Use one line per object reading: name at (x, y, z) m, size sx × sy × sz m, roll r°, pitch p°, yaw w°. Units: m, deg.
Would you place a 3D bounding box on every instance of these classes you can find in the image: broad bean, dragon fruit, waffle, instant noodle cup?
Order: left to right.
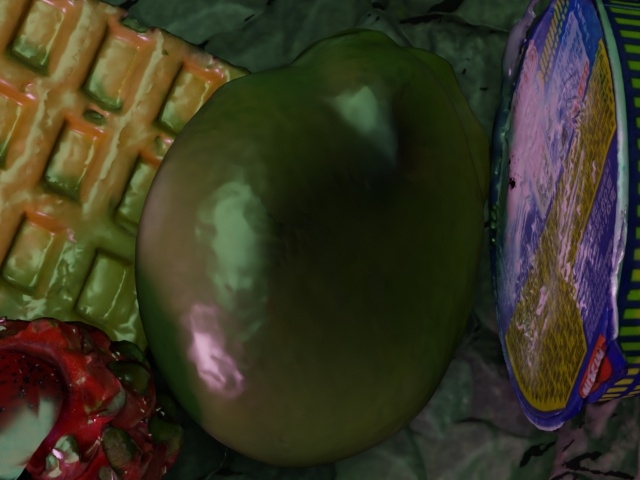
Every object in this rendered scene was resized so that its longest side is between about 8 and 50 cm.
waffle at (-0.186, -0.056, 1.151) m, size 0.247 × 0.055 × 0.221 m, roll 26°, pitch 85°, yaw -18°
dragon fruit at (-0.167, 0.129, 1.090) m, size 0.166 × 0.172 × 0.160 m, roll -28°, pitch 60°, yaw 0°
broad bean at (0.000, 0.000, 1.141) m, size 0.238 × 0.119 × 0.291 m, roll 25°, pitch 77°, yaw -27°
instant noodle cup at (0.288, -0.021, 1.115) m, size 0.312 × 0.284 × 0.284 m, roll 1°, pitch 77°, yaw -9°
